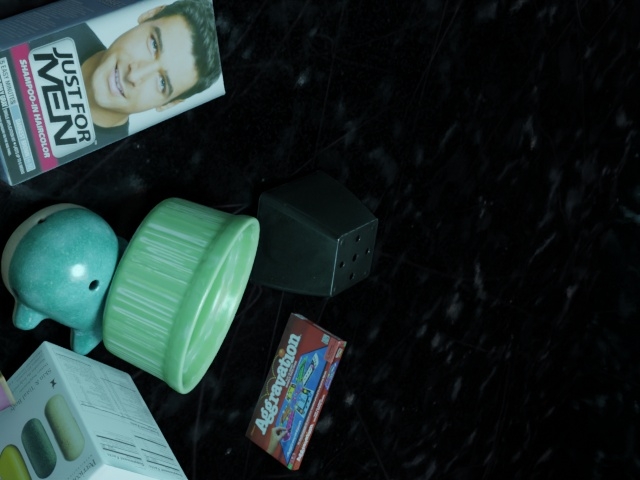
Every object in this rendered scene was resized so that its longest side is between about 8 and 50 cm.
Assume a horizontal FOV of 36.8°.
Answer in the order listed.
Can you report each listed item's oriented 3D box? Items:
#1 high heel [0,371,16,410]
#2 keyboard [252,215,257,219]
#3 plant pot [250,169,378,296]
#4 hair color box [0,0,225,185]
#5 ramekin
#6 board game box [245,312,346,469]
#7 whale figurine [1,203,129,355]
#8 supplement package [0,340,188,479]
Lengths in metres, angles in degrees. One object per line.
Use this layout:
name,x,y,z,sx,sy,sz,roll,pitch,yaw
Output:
high heel,-0.570,0.143,1.323,0.181,0.127,0.377,-29,124,-19
keyboard,-0.138,-0.002,1.782,0.180,0.023,0.108,-34,139,-32
plant pot,0.000,0.000,1.791,0.187,0.167,0.188,-26,132,-48
hair color box,-0.323,-0.244,1.373,0.374,0.113,0.185,-31,131,-34
ramekin,-0.225,0.078,1.544,0.303,0.148,0.303,22,90,-84
board game box,-0.053,0.303,1.947,0.027,0.145,0.281,11,102,-49
whale figurine,-0.369,0.075,1.479,0.216,0.141,0.272,-39,137,-27
supplement package,-0.376,0.335,1.485,0.199,0.263,0.198,-46,141,7
